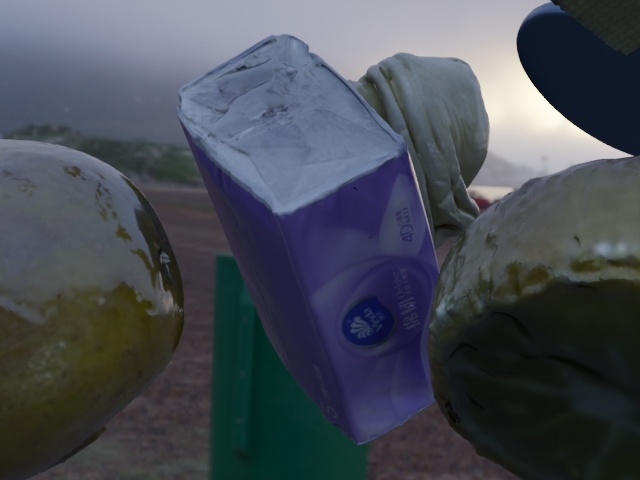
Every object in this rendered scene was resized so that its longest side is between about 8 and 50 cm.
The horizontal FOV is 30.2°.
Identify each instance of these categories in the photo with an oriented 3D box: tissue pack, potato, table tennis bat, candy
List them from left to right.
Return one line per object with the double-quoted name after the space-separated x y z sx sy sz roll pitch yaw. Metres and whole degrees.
-0.247 0.027 0.907 0.296 0.290 0.397 -25 25 6 "potato"
0.000 0.000 1.162 0.160 0.338 0.242 -30 43 -12 "tissue pack"
0.188 0.066 0.703 0.259 0.118 0.260 13 -39 11 "candy"
0.358 -0.148 1.324 0.329 0.044 0.215 38 -20 7 "table tennis bat"

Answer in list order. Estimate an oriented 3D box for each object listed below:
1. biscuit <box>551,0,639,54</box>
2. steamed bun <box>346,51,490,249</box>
0.316 -0.199 1.011 0.250 0.046 0.147 23 -44 -38 "biscuit"
0.097 -0.110 1.629 0.289 0.276 0.203 -24 -7 22 "steamed bun"
